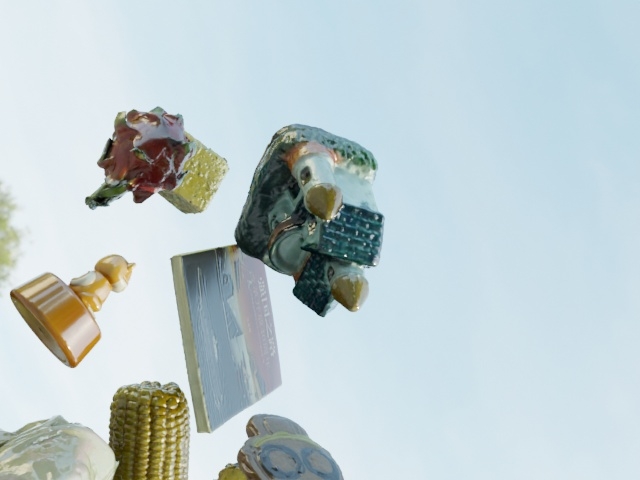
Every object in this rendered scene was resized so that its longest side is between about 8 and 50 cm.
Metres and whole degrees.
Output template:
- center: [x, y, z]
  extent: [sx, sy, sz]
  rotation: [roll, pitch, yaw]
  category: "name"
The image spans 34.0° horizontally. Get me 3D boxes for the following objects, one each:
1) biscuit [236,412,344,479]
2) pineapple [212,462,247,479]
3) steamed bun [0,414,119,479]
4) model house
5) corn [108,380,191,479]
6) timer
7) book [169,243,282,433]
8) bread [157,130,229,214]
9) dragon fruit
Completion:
- center: [-0.043, 0.407, 1.834]
  extent: [0.041, 0.208, 0.290]
  rotation: [-60, -141, 23]
  category: "biscuit"
- center: [-0.144, 0.571, 2.335]
  extent: [0.158, 0.334, 0.161]
  rotation: [45, 15, -45]
  category: "pineapple"
- center: [-0.427, 0.364, 1.412]
  extent: [0.207, 0.280, 0.268]
  rotation: [24, -72, 8]
  category: "steamed bun"
- center: [0.000, 0.000, 1.618]
  extent: [0.253, 0.184, 0.291]
  rotation: [-60, -149, 27]
  category: "model house"
- center: [-0.264, 0.386, 1.600]
  extent: [0.131, 0.131, 0.344]
  rotation: [5, -87, 49]
  category: "corn"
- center: [-0.311, 0.073, 1.389]
  extent: [0.132, 0.152, 0.132]
  rotation: [40, -24, 22]
  category: "timer"
- center: [-0.141, 0.139, 1.672]
  extent: [0.028, 0.374, 0.262]
  rotation: [-10, -89, 15]
  category: "book"
- center: [-0.295, -0.154, 2.138]
  extent: [0.196, 0.138, 0.102]
  rotation: [36, -24, -25]
  category: "bread"
- center: [-0.297, -0.128, 1.695]
  extent: [0.135, 0.236, 0.137]
  rotation: [31, -47, 20]
  category: "dragon fruit"
